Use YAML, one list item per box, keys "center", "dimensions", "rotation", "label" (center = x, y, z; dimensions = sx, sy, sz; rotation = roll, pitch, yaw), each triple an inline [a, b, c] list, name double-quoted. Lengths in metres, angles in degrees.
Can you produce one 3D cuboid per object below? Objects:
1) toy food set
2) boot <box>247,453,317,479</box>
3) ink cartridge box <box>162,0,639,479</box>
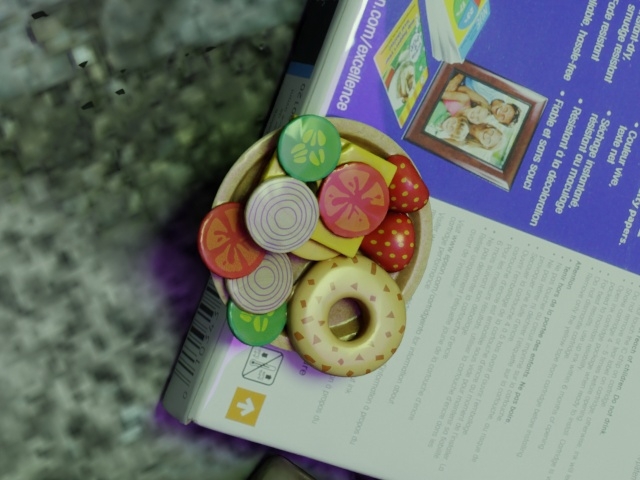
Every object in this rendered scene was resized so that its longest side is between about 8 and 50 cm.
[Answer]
- center: [0.000, 0.000, 0.587]
  dimensions: [0.083, 0.020, 0.083]
  rotation: [25, 91, -23]
  label: "toy food set"
- center: [-0.002, 0.146, 0.652]
  dimensions: [0.114, 0.037, 0.106]
  rotation: [31, 75, -27]
  label: "boot"
- center: [0.073, -0.002, 0.651]
  dimensions: [0.208, 0.045, 0.206]
  rotation: [20, 92, -23]
  label: "ink cartridge box"
